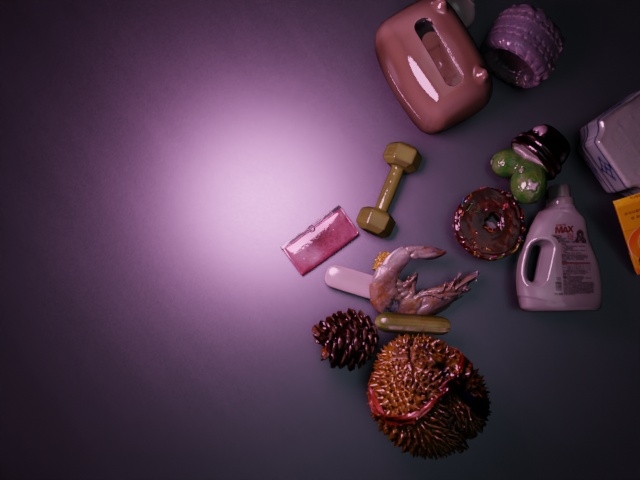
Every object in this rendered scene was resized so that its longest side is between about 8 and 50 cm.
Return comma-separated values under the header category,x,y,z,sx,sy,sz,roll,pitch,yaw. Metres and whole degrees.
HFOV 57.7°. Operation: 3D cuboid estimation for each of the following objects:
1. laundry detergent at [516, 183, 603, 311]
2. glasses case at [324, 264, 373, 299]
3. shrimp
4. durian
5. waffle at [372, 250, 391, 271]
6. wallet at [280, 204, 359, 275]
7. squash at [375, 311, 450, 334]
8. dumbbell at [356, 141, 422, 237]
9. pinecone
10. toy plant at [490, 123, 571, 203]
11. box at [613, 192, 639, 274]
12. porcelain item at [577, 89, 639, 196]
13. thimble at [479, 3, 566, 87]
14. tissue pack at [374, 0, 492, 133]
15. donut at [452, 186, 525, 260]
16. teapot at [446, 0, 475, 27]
category,x,y,z,sx,sy,sz,roll,pitch,yaw
laundry detergent,0.745,0.023,1.834,0.264,0.125,0.398,0,85,-1
glasses case,0.109,0.133,1.834,0.197,0.049,0.076,17,87,-4
shrimp,0.324,0.126,1.809,0.360,0.085,0.247,-12,102,-5
durian,0.307,0.452,1.693,0.347,0.347,0.384,-32,86,-4
waffle,0.208,0.077,1.860,0.078,0.016,0.085,14,85,-2
wallet,0.000,0.000,1.853,0.232,0.025,0.119,-36,89,-3
squash,0.278,0.253,1.760,0.229,0.066,0.066,5,86,-3
dumbbell,0.217,-0.161,1.831,0.108,0.121,0.302,25,84,-30
pinecone,0.073,0.303,1.747,0.204,0.179,0.184,-17,81,-34
toy plant,0.658,-0.239,1.817,0.235,0.175,0.218,-43,48,3
box,1.028,-0.028,1.811,0.152,0.043,0.269,-20,111,23
porcelain item,0.995,-0.303,1.846,0.281,0.157,0.286,-36,89,-5
thimble,0.637,-0.612,1.830,0.236,0.205,0.172,33,84,1
tissue pack,0.344,-0.537,1.781,0.267,0.277,0.387,-29,87,-1
donut,0.531,-0.051,1.845,0.235,0.089,0.235,0,86,-1
teapot,0.437,-0.758,1.871,0.092,0.145,0.226,-36,55,29
